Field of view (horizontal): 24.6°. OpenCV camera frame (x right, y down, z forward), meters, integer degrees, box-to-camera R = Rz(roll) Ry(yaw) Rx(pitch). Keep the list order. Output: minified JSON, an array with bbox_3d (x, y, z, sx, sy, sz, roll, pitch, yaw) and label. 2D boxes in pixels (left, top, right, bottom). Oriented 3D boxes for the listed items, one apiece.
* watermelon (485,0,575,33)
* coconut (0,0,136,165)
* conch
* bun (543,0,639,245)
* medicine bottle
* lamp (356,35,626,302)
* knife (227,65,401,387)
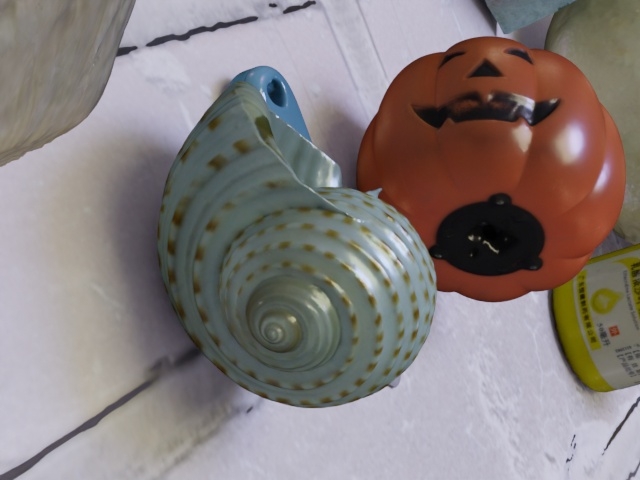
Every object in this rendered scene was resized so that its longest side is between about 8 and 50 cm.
[{"bbox_3d":[0.159,-0.378,1.306,0.258,0.228,0.387,-5,100,-29],"label":"watermelon"},{"bbox_3d":[-0.203,-0.151,0.448,0.329,0.329,0.328,38,42,-45],"label":"coconut"},{"bbox_3d":[-0.020,0.013,0.814,0.172,0.131,0.200,39,4,-3],"label":"conch"},{"bbox_3d":[0.402,-0.153,1.410,0.202,0.364,0.364,129,-51,-73],"label":"bun"},{"bbox_3d":[0.323,0.052,1.292,0.122,0.212,0.121,38,42,-45],"label":"medicine bottle"},{"bbox_3d":[0.120,-0.055,1.041,0.187,0.188,0.164,48,35,-35],"label":"lamp"},{"bbox_3d":[-0.001,0.000,0.966,0.244,0.032,0.058,67,27,-16],"label":"knife"}]
